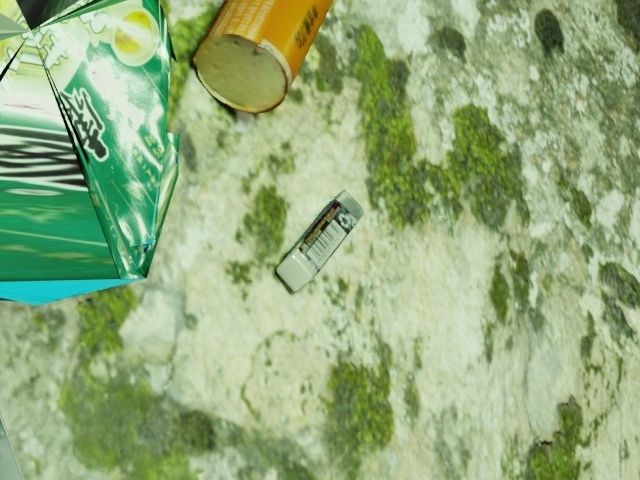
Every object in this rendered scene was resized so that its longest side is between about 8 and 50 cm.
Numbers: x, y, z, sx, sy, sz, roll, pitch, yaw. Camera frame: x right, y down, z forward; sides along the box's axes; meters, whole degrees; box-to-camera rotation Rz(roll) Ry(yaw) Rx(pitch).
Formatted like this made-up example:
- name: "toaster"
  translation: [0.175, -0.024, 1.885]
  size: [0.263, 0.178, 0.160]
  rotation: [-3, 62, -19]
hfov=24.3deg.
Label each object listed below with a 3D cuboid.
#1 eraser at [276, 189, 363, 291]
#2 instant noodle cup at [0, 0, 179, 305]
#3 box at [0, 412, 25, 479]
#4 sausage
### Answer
- name: "eraser"
  translation: [0.000, 0.000, 1.077]
  size: [0.027, 0.019, 0.099]
  rotation: [47, 43, -9]
- name: "instant noodle cup"
  translation: [-0.208, -0.066, 0.726]
  size: [0.240, 0.178, 0.240]
  rotation: [20, 63, -45]
- name: "box"
  translation: [-0.186, 0.138, 0.790]
  size: [0.055, 0.039, 0.218]
  rotation: [-24, 96, -49]
- name: "sausage"
  translation: [-0.018, -0.196, 1.084]
  size: [0.071, 0.071, 0.234]
  rotation: [48, 46, -28]
